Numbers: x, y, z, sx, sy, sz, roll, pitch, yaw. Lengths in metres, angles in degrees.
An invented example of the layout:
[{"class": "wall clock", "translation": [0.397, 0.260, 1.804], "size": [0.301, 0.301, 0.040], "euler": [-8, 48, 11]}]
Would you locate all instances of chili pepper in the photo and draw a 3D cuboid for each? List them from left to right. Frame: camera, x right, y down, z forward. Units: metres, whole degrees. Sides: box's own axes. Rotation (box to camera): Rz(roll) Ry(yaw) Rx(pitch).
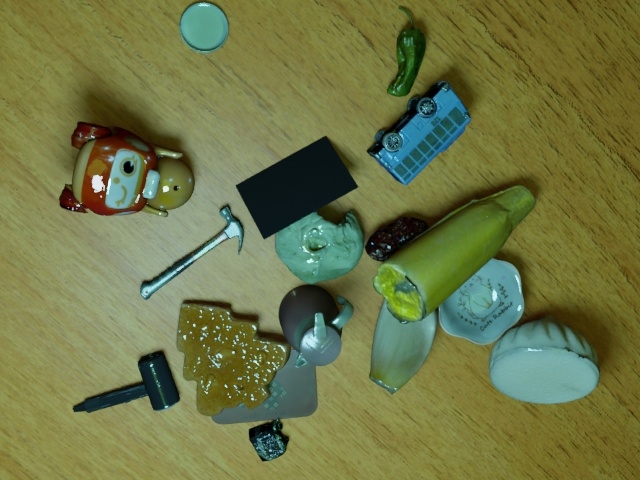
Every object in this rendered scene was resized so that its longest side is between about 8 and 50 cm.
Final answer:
[{"class": "chili pepper", "translation": [0.204, -0.431, 1.621], "size": [0.073, 0.072, 0.204], "euler": [8, 99, -6]}]

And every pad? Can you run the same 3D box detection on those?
[{"class": "pad", "translation": [-0.142, 0.362, 1.746], "size": [0.267, 0.004, 0.181], "euler": [-5, 100, -7]}, {"class": "pad", "translation": [-0.058, -0.125, 1.624], "size": [0.245, 0.006, 0.170], "euler": [-30, 64, -2]}]

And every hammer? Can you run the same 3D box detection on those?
[{"class": "hammer", "translation": [-0.303, 0.043, 1.658], "size": [0.288, 0.033, 0.111], "euler": [-35, 101, 0]}]

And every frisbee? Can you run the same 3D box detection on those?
[{"class": "frisbee", "translation": [-0.261, -0.477, 1.585], "size": [0.110, 0.014, 0.110], "euler": [-1, 99, -6]}]

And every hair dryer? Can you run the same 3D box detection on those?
[{"class": "hair dryer", "translation": [-0.473, 0.355, 1.677], "size": [0.255, 0.070, 0.128], "euler": [-14, 100, 0]}]

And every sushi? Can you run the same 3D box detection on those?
[{"class": "sushi", "translation": [-0.123, 0.496, 1.743], "size": [0.085, 0.056, 0.083], "euler": [-23, 101, -2]}]

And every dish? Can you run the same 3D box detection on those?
[{"class": "dish", "translation": [0.382, 0.138, 1.737], "size": [0.229, 0.081, 0.229], "euler": [0, 98, -4]}]

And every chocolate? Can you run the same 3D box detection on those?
[{"class": "chocolate", "translation": [0.325, 0.011, 1.629], "size": [0.445, 0.162, 0.162], "euler": [-35, 103, -26]}]

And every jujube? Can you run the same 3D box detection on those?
[{"class": "jujube", "translation": [0.180, -0.001, 1.673], "size": [0.166, 0.104, 0.104], "euler": [-14, 101, -17]}]

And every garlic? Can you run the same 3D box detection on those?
[{"class": "garlic", "translation": [0.204, 0.228, 1.712], "size": [0.143, 0.112, 0.318], "euler": [18, 104, 13]}]

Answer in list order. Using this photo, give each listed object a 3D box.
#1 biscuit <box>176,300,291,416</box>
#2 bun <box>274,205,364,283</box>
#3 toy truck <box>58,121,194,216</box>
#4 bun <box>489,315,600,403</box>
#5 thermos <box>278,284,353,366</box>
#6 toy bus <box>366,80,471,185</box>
[{"class": "biscuit", "translation": [-0.230, 0.266, 1.687], "size": [0.284, 0.043, 0.306], "euler": [-35, 95, 11]}, {"class": "bun", "translation": [0.000, 0.000, 1.642], "size": [0.213, 0.126, 0.203], "euler": [-13, 102, -6]}, {"class": "toy truck", "translation": [-0.401, -0.137, 1.508], "size": [0.239, 0.265, 0.189], "euler": [15, 99, 1]}, {"class": "bun", "translation": [0.546, 0.270, 1.732], "size": [0.263, 0.175, 0.263], "euler": [8, 139, 7]}, {"class": "thermos", "translation": [-0.005, 0.190, 1.602], "size": [0.146, 0.265, 0.176], "euler": [43, 91, -12]}, {"class": "toy bus", "translation": [0.233, -0.248, 1.636], "size": [0.234, 0.116, 0.133], "euler": [-45, 102, 4]}]
